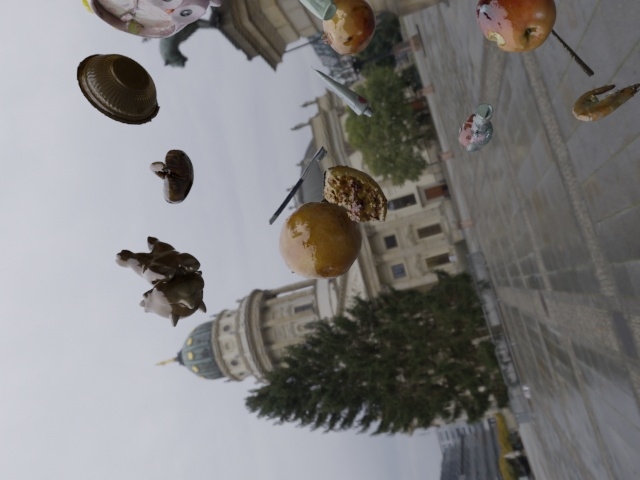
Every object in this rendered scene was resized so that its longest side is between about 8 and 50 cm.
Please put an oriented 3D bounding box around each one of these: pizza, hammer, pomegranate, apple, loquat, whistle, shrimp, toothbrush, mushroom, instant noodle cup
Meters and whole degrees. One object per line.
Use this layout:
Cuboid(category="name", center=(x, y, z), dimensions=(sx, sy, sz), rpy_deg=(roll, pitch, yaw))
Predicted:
Cuboid(category="pizza", center=(0.116, -0.136, 1.684), dimensions=(0.305, 0.161, 0.085), rpy_deg=(34, -153, -41))
Cuboid(category="hammer", center=(0.922, -0.722, 1.973), dimensions=(0.297, 0.027, 0.125), rpy_deg=(39, -136, -16))
Cuboid(category="pomegranate", center=(0.101, -0.790, 1.920), dimensions=(0.209, 0.209, 0.209), rpy_deg=(-16, -90, -76))
Cuboid(category="apple", center=(0.505, -0.575, 1.356), dimensions=(0.199, 0.199, 0.199), rpy_deg=(-16, -90, -76))
Cuboid(category="loquat", center=(0.000, 0.000, 2.036), dimensions=(0.328, 0.329, 0.328), rpy_deg=(-16, -90, -76))
Cuboid(category="whistle", center=(0.607, -0.439, 2.036), dimensions=(0.133, 0.142, 0.346), rpy_deg=(47, -178, 12))
Cuboid(category="shrimp", center=(0.981, -0.488, 1.814), dimensions=(0.053, 0.236, 0.133), rpy_deg=(53, -170, -37))
Cuboid(category="toothbrush", center=(-0.065, -0.157, 1.523), dimensions=(0.026, 0.288, 0.024), rpy_deg=(38, 164, -13))
Cuboid(category="mushroom", center=(-0.352, -0.157, 1.270), dimensions=(0.170, 0.080, 0.135), rpy_deg=(46, -138, -82))
Cuboid(category="instant noodle cup", center=(-0.618, -0.501, 1.667), dimensions=(0.274, 0.091, 0.274), rpy_deg=(26, -131, -33))

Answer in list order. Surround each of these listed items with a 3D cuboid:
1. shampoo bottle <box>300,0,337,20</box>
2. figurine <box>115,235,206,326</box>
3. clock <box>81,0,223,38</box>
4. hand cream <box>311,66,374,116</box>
Cuboid(category="shampoo bottle", center=(-0.030, -0.752, 1.621), dimensions=(0.049, 0.072, 0.212), rpy_deg=(-12, -129, -46))
Cuboid(category="figurine", center=(-0.407, 0.118, 1.400), dimensions=(0.177, 0.247, 0.173), rpy_deg=(-39, -41, -52))
Cuboid(category="clock", center=(-0.517, -0.805, 1.624), dimensions=(0.368, 0.377, 0.250), rpy_deg=(22, -105, -62))
Cuboid(category="hand cream", center=(0.098, -0.665, 2.346), dimensions=(0.341, 0.077, 0.124), rpy_deg=(38, -168, -5))
